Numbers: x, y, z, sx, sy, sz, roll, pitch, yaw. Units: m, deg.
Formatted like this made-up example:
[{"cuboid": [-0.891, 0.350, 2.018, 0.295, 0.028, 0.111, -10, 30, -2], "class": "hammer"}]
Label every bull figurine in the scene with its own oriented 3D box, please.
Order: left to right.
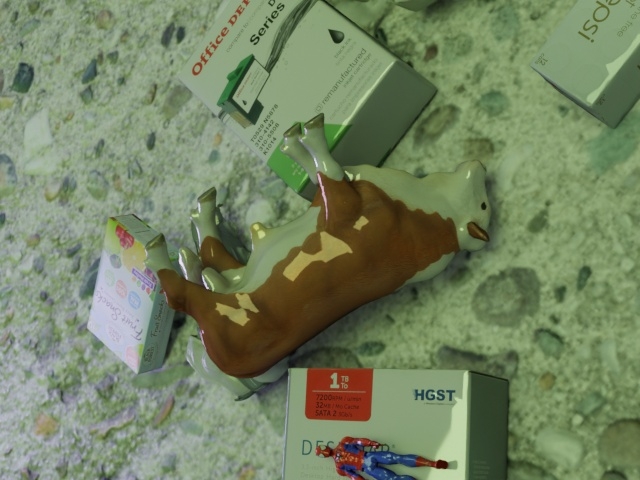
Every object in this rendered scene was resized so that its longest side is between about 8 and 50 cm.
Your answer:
[{"cuboid": [0.000, 0.000, 0.914, 0.310, 0.101, 0.188, -36, 101, 10], "class": "bull figurine"}]

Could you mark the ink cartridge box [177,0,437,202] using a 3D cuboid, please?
[{"cuboid": [-0.020, -0.158, 1.029, 0.219, 0.093, 0.160, 44, 103, 32], "class": "ink cartridge box"}]

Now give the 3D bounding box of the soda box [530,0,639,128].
[{"cuboid": [0.279, -0.206, 0.860, 0.074, 0.069, 0.216, 44, 104, 32], "class": "soda box"}]

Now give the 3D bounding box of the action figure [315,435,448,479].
[{"cuboid": [0.045, 0.181, 0.834, 0.115, 0.030, 0.038, 5, 86, 35], "class": "action figure"}]

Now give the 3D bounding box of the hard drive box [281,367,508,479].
[{"cuboid": [0.061, 0.229, 0.883, 0.181, 0.089, 0.232, -5, 75, 32], "class": "hard drive box"}]

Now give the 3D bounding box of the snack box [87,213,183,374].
[{"cuboid": [-0.198, 0.057, 1.099, 0.100, 0.037, 0.141, 35, 121, 36], "class": "snack box"}]

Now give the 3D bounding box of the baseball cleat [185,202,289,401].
[{"cuboid": [-0.108, 0.064, 1.045, 0.109, 0.072, 0.205, -36, 60, 21], "class": "baseball cleat"}]

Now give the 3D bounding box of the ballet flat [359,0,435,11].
[{"cuboid": [0.075, -0.277, 1.006, 0.280, 0.095, 0.096, 22, 100, 45], "class": "ballet flat"}]
